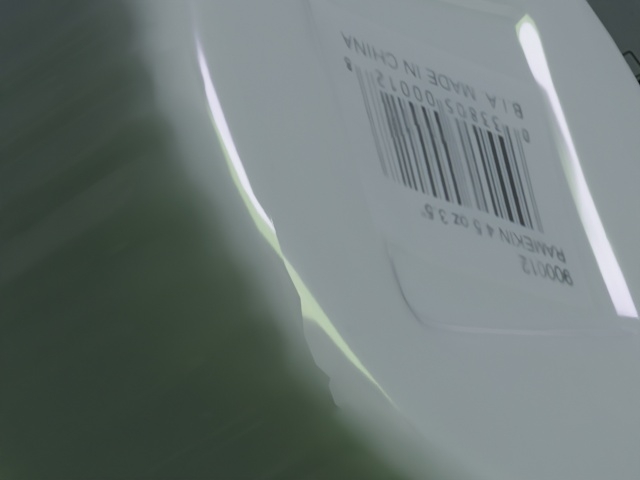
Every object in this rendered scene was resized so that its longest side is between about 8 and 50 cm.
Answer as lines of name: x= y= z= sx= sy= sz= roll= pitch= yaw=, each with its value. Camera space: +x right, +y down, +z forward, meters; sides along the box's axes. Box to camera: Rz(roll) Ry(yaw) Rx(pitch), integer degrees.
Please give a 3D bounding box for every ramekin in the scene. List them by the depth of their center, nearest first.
ramekin: x=0.000 y=0.000 z=0.600 sx=0.277 sy=0.135 sz=0.277 roll=32 pitch=42 yaw=-34

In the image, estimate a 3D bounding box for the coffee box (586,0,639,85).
coffee box: x=0.161 y=-0.271 z=0.830 sx=0.334 sy=0.337 sz=0.338 roll=53 pitch=35 yaw=-10
